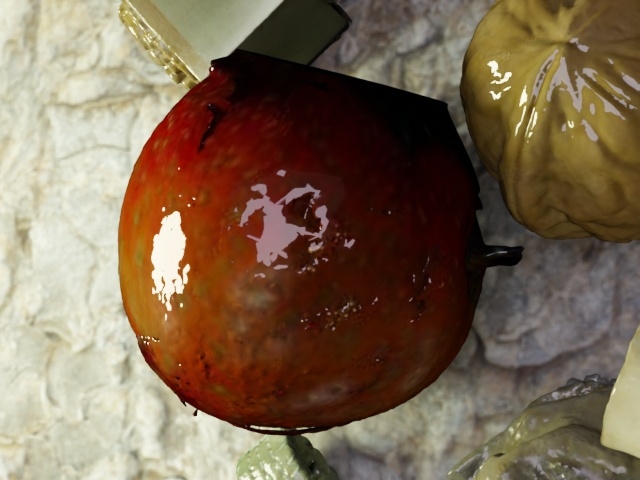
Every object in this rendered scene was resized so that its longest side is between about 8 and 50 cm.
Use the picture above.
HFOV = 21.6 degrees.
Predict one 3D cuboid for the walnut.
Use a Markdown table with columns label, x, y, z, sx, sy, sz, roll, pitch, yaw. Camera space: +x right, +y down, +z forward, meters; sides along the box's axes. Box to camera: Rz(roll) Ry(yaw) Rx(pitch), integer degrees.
| label | x | y | z | sx | sy | sz | roll | pitch | yaw |
| --- | --- | --- | --- | --- | --- | --- | --- | --- | --- |
| walnut | 0.211 | -0.104 | 1.272 | 0.228 | 0.228 | 0.228 | -2 | 83 | 19 |

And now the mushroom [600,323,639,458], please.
| label | x | y | z | sx | sy | sz | roll | pitch | yaw |
| --- | --- | --- | --- | --- | --- | --- | --- | --- | --- |
| mushroom | 0.402 | 0.160 | 1.152 | 0.356 | 0.315 | 0.315 | 12 | 87 | 50 |

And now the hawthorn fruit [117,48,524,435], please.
| label | x | y | z | sx | sy | sz | roll | pitch | yaw |
| --- | --- | --- | --- | --- | --- | --- | --- | --- | --- |
| hawthorn fruit | -0.017 | -0.004 | 1.309 | 0.316 | 0.316 | 0.316 | -2 | 83 | 19 |

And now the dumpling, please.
| label | x | y | z | sx | sy | sz | roll | pitch | yaw |
| --- | --- | --- | --- | --- | --- | --- | --- | --- | --- |
| dumpling | 0.218 | 0.187 | 1.311 | 0.332 | 0.086 | 0.166 | -8 | 84 | 13 |

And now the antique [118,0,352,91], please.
| label | x | y | z | sx | sy | sz | roll | pitch | yaw |
| --- | --- | --- | --- | --- | --- | --- | --- | --- | --- |
| antique | -0.083 | -0.202 | 1.420 | 0.148 | 0.152 | 0.147 | -45 | 74 | 6 |

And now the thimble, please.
| label | x | y | z | sx | sy | sz | roll | pitch | yaw |
| --- | --- | --- | --- | --- | --- | --- | --- | --- | --- |
| thimble | -0.022 | 0.206 | 1.388 | 0.062 | 0.084 | 0.110 | -38 | 61 | 10 |
